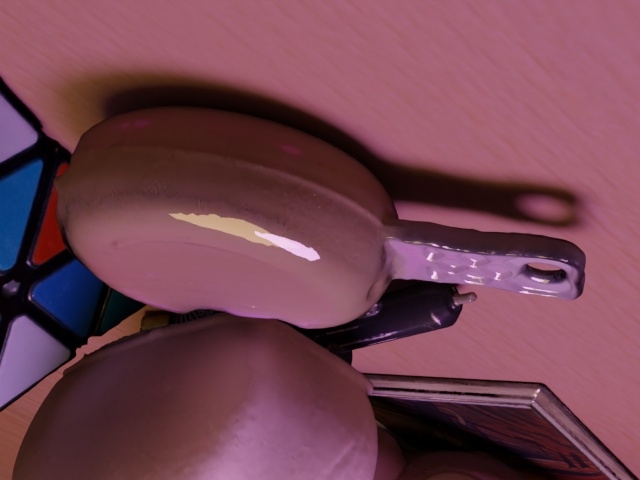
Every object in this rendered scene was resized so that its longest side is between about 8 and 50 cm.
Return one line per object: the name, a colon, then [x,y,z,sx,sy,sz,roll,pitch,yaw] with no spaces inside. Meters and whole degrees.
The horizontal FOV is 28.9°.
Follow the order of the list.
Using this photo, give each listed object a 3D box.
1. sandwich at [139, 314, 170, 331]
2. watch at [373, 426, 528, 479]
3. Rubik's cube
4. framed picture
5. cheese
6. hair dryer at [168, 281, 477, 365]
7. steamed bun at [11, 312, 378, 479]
sandwich: [-0.112,0.127,1.026,0.096,0.094,0.258,12,156,-3]
watch: [0.042,0.350,1.088,0.314,0.335,0.327,27,146,-25]
Rubik's cube: [-0.255,-0.016,0.845,0.234,0.284,0.250,25,-162,31]
framed picture: [0.144,0.176,1.067,0.216,0.016,0.273,-2,151,36]
cheese: [0.000,0.000,0.680,0.286,0.082,0.163,10,157,11]
hair dryer: [0.011,0.054,0.826,0.219,0.072,0.124,-15,142,40]
steamed bun: [-0.089,0.156,0.801,0.241,0.164,0.146,-18,137,42]
